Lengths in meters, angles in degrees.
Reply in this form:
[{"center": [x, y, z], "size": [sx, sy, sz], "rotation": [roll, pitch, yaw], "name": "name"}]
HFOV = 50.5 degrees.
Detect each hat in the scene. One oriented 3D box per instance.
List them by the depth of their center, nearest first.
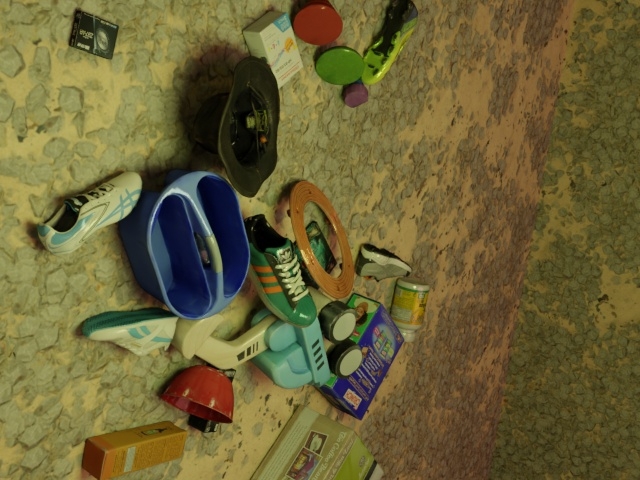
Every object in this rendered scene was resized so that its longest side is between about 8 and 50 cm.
[{"center": [-0.198, -0.254, 1.502], "size": [0.331, 0.134, 0.330], "rotation": [6, 90, -74], "name": "hat"}]

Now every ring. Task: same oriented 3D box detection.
[{"center": [0.000, 0.000, 1.827], "size": [0.336, 0.032, 0.336], "rotation": [49, 30, -42], "name": "ring"}]

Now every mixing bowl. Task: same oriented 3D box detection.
[{"center": [-0.279, 0.359, 1.625], "size": [0.181, 0.182, 0.098], "rotation": [51, 50, -49], "name": "mixing bowl"}]

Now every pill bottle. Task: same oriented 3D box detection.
[{"center": [0.308, 0.244, 2.382], "size": [0.118, 0.118, 0.208], "rotation": [0, 104, -53], "name": "pill bottle"}]

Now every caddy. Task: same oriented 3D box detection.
[{"center": [-0.278, 0.007, 1.461], "size": [0.241, 0.179, 0.341], "rotation": [-36, 129, -36], "name": "caddy"}]

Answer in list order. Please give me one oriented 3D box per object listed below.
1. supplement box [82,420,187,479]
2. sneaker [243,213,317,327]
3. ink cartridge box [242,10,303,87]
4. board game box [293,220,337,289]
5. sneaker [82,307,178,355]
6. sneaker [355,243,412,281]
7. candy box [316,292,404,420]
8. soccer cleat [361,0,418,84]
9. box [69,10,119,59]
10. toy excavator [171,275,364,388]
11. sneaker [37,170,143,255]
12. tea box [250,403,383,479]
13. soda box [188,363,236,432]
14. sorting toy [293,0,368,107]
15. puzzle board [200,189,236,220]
[{"center": [-0.420, 0.477, 1.556], "size": [0.234, 0.078, 0.080], "rotation": [1, 103, -52], "name": "supplement box"}, {"center": [-0.100, 0.071, 1.632], "size": [0.108, 0.302, 0.121], "rotation": [-32, 172, -44], "name": "sneaker"}, {"center": [-0.105, -0.439, 1.620], "size": [0.104, 0.062, 0.181], "rotation": [-48, 137, -30], "name": "ink cartridge box"}, {"center": [-0.021, 0.049, 1.952], "size": [0.126, 0.026, 0.186], "rotation": [-53, 139, -25], "name": "board game box"}, {"center": [-0.405, 0.203, 1.461], "size": [0.229, 0.088, 0.092], "rotation": [4, 103, -51], "name": "sneaker"}, {"center": [0.201, 0.086, 2.213], "size": [0.272, 0.100, 0.107], "rotation": [17, 104, -50], "name": "sneaker"}, {"center": [0.117, 0.375, 2.181], "size": [0.317, 0.122, 0.268], "rotation": [-58, 142, -21], "name": "candy box"}, {"center": [0.208, -0.560, 1.960], "size": [0.289, 0.094, 0.121], "rotation": [-64, 150, -11], "name": "soccer cleat"}, {"center": [-0.421, -0.382, 1.266], "size": [0.083, 0.018, 0.067], "rotation": [9, 96, -54], "name": "box"}, {"center": [-0.135, 0.263, 1.756], "size": [0.445, 0.222, 0.432], "rotation": [-33, 132, -26], "name": "toy excavator"}, {"center": [-0.438, -0.066, 1.311], "size": [0.237, 0.085, 0.086], "rotation": [-47, 147, -32], "name": "sneaker"}, {"center": [-0.014, 0.740, 2.069], "size": [0.329, 0.220, 0.323], "rotation": [-54, 140, -25], "name": "tea box"}, {"center": [-0.275, 0.399, 1.727], "size": [0.053, 0.060, 0.168], "rotation": [22, 86, -60], "name": "soda box"}, {"center": [0.043, -0.511, 1.783], "size": [0.365, 0.127, 0.126], "rotation": [52, 33, -51], "name": "sorting toy"}, {"center": [-0.249, -0.064, 1.623], "size": [0.128, 0.011, 0.096], "rotation": [-20, 118, -48], "name": "puzzle board"}]
